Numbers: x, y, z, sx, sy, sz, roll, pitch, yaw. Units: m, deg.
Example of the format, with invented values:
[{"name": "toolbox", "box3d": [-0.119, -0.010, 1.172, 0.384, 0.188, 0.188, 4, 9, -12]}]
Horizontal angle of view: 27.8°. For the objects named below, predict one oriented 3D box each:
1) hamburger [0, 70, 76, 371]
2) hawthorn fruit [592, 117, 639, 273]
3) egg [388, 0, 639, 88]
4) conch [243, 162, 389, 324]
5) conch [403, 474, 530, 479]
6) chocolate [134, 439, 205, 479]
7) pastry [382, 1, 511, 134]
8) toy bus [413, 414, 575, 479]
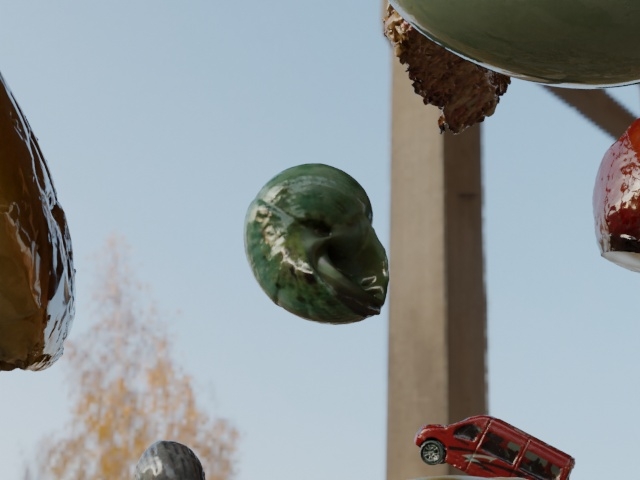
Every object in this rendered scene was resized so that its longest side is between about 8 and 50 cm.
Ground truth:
[{"name": "hamburger", "box3d": [-0.289, -0.036, 0.969, 0.170, 0.314, 0.290, -20, -4, -9]}, {"name": "hawthorn fruit", "box3d": [0.433, -0.066, 1.638, 0.189, 0.251, 0.189, 0, -32, 0]}, {"name": "egg", "box3d": [0.165, -0.206, 0.872, 0.282, 0.203, 0.203, 8, -25, 6]}, {"name": "conch", "box3d": [-0.001, 0.004, 1.440, 0.176, 0.188, 0.122, 18, -33, 0]}, {"name": "conch", "box3d": [0.052, 0.208, 0.615, 0.275, 0.183, 0.149, -31, 10, -28]}, {"name": "chocolate", "box3d": [-0.142, 0.274, 1.305, 0.072, 0.167, 0.072, -15, -34, -11]}, {"name": "pastry", "box3d": [0.103, -0.158, 1.080, 0.087, 0.063, 0.169, -40, -33, 2]}, {"name": "toy bus", "box3d": [0.215, 0.269, 1.614, 0.195, 0.089, 0.081, 26, -1, 18]}]
